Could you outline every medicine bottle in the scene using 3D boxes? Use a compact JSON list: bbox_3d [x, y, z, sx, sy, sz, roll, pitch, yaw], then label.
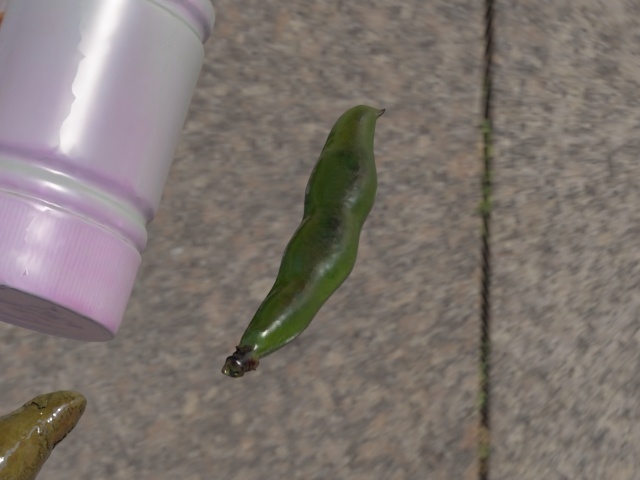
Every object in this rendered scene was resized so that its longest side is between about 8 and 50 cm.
[{"bbox_3d":[-0.228,-0.089,1.498,0.202,0.202,0.316,12,74,15],"label":"medicine bottle"}]

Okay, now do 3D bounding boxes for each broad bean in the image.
[{"bbox_3d":[0.001,0.000,1.314,0.060,0.297,0.043,20,141,4],"label":"broad bean"}]

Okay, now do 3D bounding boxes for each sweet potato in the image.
[{"bbox_3d":[-0.315,0.257,1.469,0.098,0.124,0.310,35,104,-7],"label":"sweet potato"}]
